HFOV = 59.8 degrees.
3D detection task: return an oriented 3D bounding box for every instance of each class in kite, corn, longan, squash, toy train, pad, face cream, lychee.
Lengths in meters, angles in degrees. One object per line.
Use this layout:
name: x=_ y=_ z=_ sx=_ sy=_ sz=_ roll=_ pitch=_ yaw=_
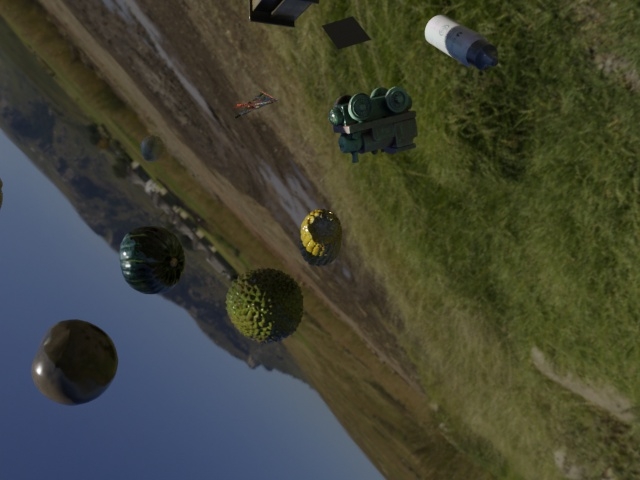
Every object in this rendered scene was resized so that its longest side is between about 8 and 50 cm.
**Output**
kite: x=-0.223 y=-0.467 z=1.898 sx=0.189 sy=0.232 sz=0.009 roll=-1 pitch=125 yaw=27
corn: x=0.000 y=0.000 z=1.744 sx=0.144 sy=0.144 sz=0.387 roll=46 pitch=173 yaw=5
longan: x=-0.570 y=0.285 z=1.299 sx=0.198 sy=0.198 sz=0.212 roll=50 pitch=176 yaw=-21
squash: x=-0.504 y=0.057 z=1.665 sx=0.173 sy=0.218 sz=0.218 roll=19 pitch=160 yaw=25
toy train: x=0.175 y=-0.384 z=1.836 sx=0.150 sy=0.305 sz=0.221 roll=-152 pitch=49 yaw=-63
pad: x=0.092 y=-0.756 z=2.022 sx=0.004 sy=0.127 sz=0.190 roll=79 pitch=170 yaw=-50
face cream: x=0.401 y=-0.545 z=1.552 sx=0.092 sy=0.092 sz=0.311 roll=54 pitch=-175 yaw=-41
lychee: x=-0.184 y=0.219 z=1.865 sx=0.270 sy=0.270 sz=0.320 roll=46 pitch=-159 yaw=0

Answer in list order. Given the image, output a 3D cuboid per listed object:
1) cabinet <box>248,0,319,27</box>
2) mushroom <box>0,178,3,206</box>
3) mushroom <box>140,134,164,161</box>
cabinet: x=-0.101 y=-0.720 z=1.507 sx=0.175 sy=0.148 sz=0.215 roll=173 pitch=96 yaw=-64
mushroom: x=-0.772 y=-0.096 z=1.170 sx=0.246 sy=0.202 sz=0.246 roll=-20 pitch=-90 yaw=-78
mushroom: x=-0.527 y=-0.288 z=1.734 sx=0.068 sy=0.083 sz=0.083 roll=8 pitch=159 yaw=14
